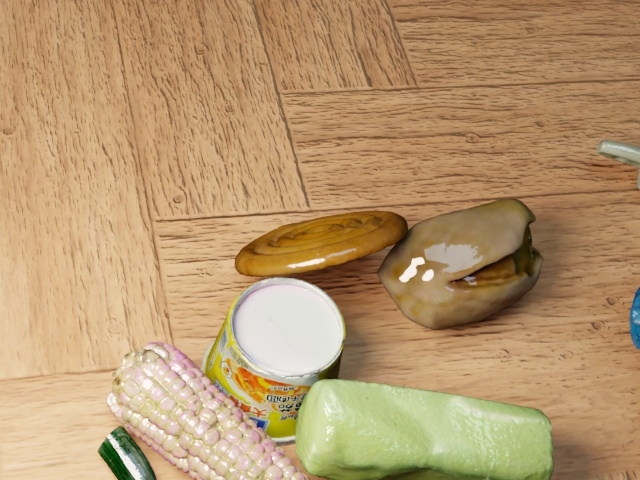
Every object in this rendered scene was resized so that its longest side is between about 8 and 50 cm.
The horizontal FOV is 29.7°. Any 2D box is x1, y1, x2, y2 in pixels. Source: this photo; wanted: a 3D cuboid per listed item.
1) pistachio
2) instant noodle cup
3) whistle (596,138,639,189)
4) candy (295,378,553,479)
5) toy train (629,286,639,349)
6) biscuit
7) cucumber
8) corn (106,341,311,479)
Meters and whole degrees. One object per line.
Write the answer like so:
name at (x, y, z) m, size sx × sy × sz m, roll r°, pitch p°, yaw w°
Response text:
pistachio at (0.209, 0.034, 1.803) m, size 0.288 × 0.166 × 0.197 m, roll -19°, pitch 19°, yaw -40°
instant noodle cup at (-0.060, 0.153, 1.647) m, size 0.205 × 0.153 × 0.205 m, roll 6°, pitch 52°, yaw -7°
whistle at (0.590, -0.125, 2.034) m, size 0.253 × 0.101 × 0.105 m, roll 16°, pitch 55°, yaw -4°
candy at (0.139, 0.267, 1.590) m, size 0.344 × 0.142 × 0.131 m, roll 11°, pitch 75°, yaw -16°
toy train at (0.567, 0.137, 1.730) m, size 0.188 × 0.265 × 0.300 m, roll 7°, pitch 51°, yaw -4°
biscuit at (0.000, -0.001, 1.740) m, size 0.262 × 0.262 × 0.037 m, roll -19°, pitch 102°, yaw -25°
cucumber at (-0.245, 0.292, 1.565) m, size 0.048 × 0.048 × 0.105 m, roll -29°, pitch 65°, yaw -29°
corn at (-0.132, 0.263, 1.571) m, size 0.335 × 0.126 × 0.126 m, roll 38°, pitch 55°, yaw 11°
